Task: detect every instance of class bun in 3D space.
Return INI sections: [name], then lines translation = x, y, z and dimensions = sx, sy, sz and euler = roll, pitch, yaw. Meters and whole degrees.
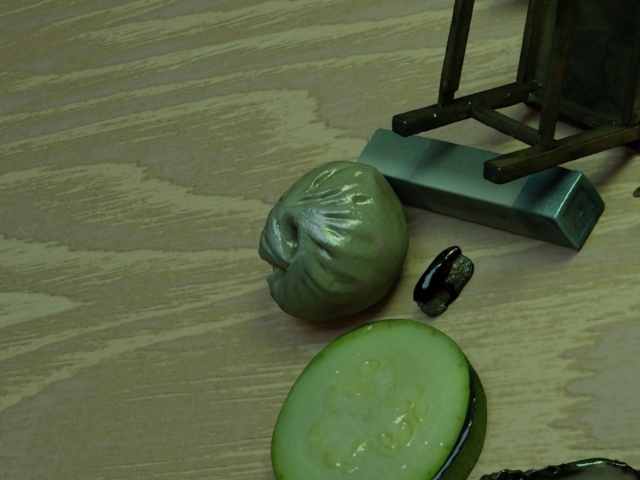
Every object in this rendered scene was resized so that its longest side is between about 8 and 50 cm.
[bun]
translation = 0.000, 0.000, 1.866
dimensions = 0.193, 0.128, 0.178
euler = -26, 63, 31

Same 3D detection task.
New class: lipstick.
[lipstick]
translation = 0.177, -0.065, 1.845
dimensions = 0.317, 0.066, 0.068
euler = 17, 69, 45

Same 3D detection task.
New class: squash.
[squash]
translation = 0.066, 0.201, 1.736
dimensions = 0.252, 0.049, 0.252
euler = -20, 45, 22

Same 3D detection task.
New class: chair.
[chair]
translation = 0.311, -0.229, 1.806
dimensions = 0.203, 0.416, 0.241
euler = 30, 122, 48

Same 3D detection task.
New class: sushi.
[sushi]
translation = 0.133, 0.041, 1.808
dimensions = 0.044, 0.046, 0.083
euler = 27, 76, 48

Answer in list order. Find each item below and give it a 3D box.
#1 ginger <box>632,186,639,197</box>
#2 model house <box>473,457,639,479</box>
[ginger]
translation = 0.430, -0.028, 1.625
dimensions = 0.133, 0.059, 0.214
euler = -39, 42, -6
[model house]
translation = 0.217, 0.283, 1.455
dimensions = 0.183, 0.172, 0.166
euler = -15, 80, 4
